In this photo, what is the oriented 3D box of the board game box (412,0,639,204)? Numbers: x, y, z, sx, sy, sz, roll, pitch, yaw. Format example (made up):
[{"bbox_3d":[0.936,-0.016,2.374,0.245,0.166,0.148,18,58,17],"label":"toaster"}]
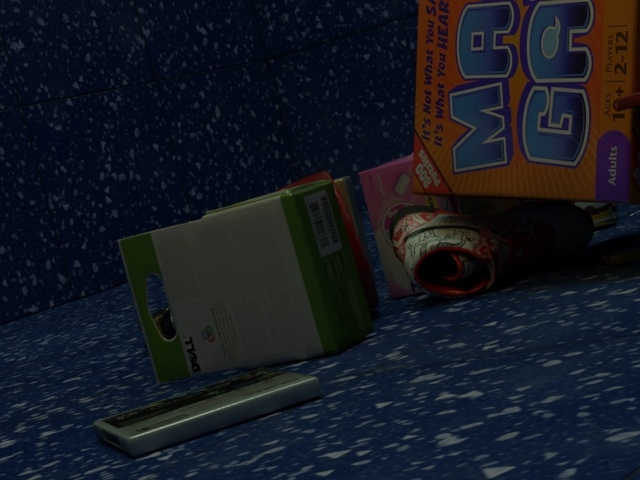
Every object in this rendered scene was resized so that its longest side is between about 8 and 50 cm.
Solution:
[{"bbox_3d":[0.364,-0.224,1.935,0.356,0.356,0.356,-1,4,-39],"label":"board game box"}]

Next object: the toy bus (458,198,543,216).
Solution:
[{"bbox_3d":[0.240,-0.066,2.219,0.202,0.191,0.104,111,-177,-48],"label":"toy bus"}]

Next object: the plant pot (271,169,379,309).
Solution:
[{"bbox_3d":[-0.036,0.026,2.031,0.174,0.191,0.191,-20,4,-5],"label":"plant pot"}]

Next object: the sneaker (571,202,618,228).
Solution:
[{"bbox_3d":[0.412,-0.065,2.406,0.069,0.084,0.185,-14,4,7],"label":"sneaker"}]

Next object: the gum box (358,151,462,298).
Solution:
[{"bbox_3d":[0.130,-0.026,2.125,0.107,0.188,0.062,-13,3,29],"label":"gum box"}]

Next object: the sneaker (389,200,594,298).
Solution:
[{"bbox_3d":[0.228,0.017,2.000,0.270,0.090,0.145,1,26,-8],"label":"sneaker"}]

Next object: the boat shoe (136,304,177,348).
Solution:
[{"bbox_3d":[-0.218,0.127,2.261,0.083,0.065,0.183,-18,-2,-4],"label":"boat shoe"}]

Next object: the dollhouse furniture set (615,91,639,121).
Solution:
[{"bbox_3d":[0.451,-0.079,1.534,0.152,0.201,0.374,-16,3,-16],"label":"dollhouse furniture set"}]

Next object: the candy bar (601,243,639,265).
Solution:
[{"bbox_3d":[0.410,0.006,1.862,0.161,0.018,0.040,-13,4,10],"label":"candy bar"}]

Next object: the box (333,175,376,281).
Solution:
[{"bbox_3d":[0.000,0.000,2.399,0.130,0.171,0.091,-14,2,8],"label":"box"}]

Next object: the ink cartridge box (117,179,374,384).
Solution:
[{"bbox_3d":[-0.090,0.050,1.839,0.255,0.189,0.097,-13,5,31],"label":"ink cartridge box"}]

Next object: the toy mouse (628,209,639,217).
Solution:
[{"bbox_3d":[0.523,-0.064,2.352,0.143,0.031,0.161,-13,4,25],"label":"toy mouse"}]

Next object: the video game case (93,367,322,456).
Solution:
[{"bbox_3d":[-0.112,0.164,1.535,0.190,0.022,0.173,-17,4,-18],"label":"video game case"}]

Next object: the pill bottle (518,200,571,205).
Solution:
[{"bbox_3d":[0.302,-0.067,2.585,0.219,0.123,0.123,-14,4,7],"label":"pill bottle"}]
